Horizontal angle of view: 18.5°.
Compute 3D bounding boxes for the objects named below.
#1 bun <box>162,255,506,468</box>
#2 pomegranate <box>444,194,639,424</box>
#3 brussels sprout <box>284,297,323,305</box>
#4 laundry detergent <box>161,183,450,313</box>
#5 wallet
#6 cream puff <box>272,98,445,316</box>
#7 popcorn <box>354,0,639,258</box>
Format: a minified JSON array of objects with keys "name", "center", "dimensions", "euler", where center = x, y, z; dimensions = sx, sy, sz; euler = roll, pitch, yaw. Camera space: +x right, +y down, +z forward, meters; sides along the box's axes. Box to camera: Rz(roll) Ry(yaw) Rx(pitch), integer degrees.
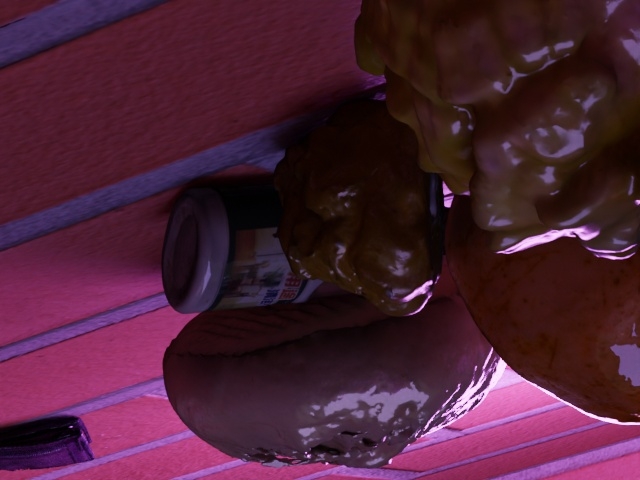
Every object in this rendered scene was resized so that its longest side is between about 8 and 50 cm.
[{"name":"bun","center":[0.018,0.101,1.546],"dimensions":[0.287,0.146,0.287],"euler":[-13,-168,3]},{"name":"pomegranate","center":[0.207,0.009,1.335],"dimensions":[0.248,0.248,0.248],"euler":[-12,165,-3]},{"name":"brussels sprout","center":[-0.022,0.011,1.499],"dimensions":[0.085,0.058,0.085],"euler":[-16,-164,4]},{"name":"laundry detergent","center":[0.000,0.000,1.422],"dimensions":[0.226,0.070,0.099],"euler":[-5,123,-29]},{"name":"wallet","center":[-0.301,0.223,2.091],"dimensions":[0.111,0.030,0.166],"euler":[-12,166,-4]},{"name":"cream puff","center":[0.021,-0.024,1.270],"dimensions":[0.116,0.146,0.146],"euler":[2,168,11]},{"name":"popcorn","center":[0.142,-0.101,0.939],"dimensions":[0.259,0.212,0.259],"euler":[-8,171,-1]}]
